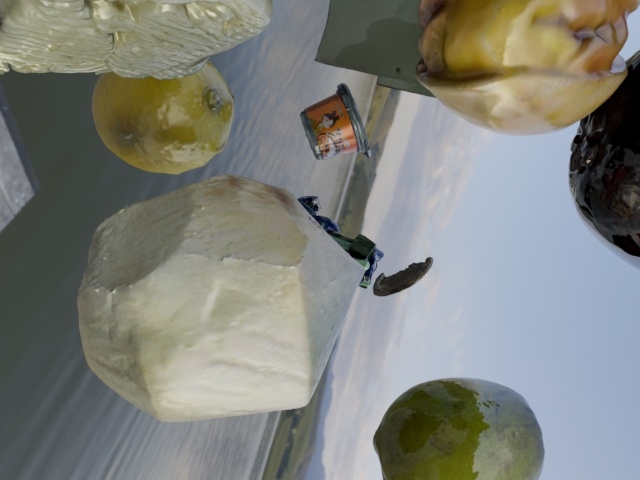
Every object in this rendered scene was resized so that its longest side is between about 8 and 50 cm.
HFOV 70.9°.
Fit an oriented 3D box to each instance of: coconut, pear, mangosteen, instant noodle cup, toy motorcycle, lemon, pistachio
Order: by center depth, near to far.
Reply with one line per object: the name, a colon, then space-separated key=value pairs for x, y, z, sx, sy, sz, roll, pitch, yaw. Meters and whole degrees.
pistachio: x=0.215 y=-0.228 z=0.495 sx=0.309 sy=0.230 sz=0.229 roll=-33 pitch=146 yaw=-51
mangosteen: x=0.448 y=-0.091 z=0.504 sx=0.297 sy=0.314 sz=0.296 roll=-171 pitch=-90 yaw=-71
coconut: x=-0.131 y=0.071 z=0.694 sx=0.344 sy=0.416 sz=0.415 roll=97 pitch=8 yaw=-48
pear: x=0.254 y=0.384 z=0.828 sx=0.253 sy=0.308 sz=0.252 roll=-10 pitch=90 yaw=-86
lemon: x=-0.312 y=-0.259 z=0.898 sx=0.284 sy=0.261 sz=0.260 roll=-17 pitch=-129 yaw=56
instant noodle cup: x=0.026 y=-0.269 z=1.071 sx=0.177 sy=0.126 sz=0.208 roll=70 pitch=0 yaw=-51
toy motorcycle: x=0.000 y=0.000 z=1.144 sx=0.196 sy=0.331 sz=0.125 roll=-54 pitch=157 yaw=-19

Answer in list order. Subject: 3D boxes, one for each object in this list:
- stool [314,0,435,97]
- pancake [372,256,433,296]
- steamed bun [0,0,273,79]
stool: x=0.177 y=-0.368 z=0.833 sx=0.244 sy=0.270 sz=0.170 roll=-8 pitch=118 yaw=-52
pancake: x=0.228 y=0.097 z=1.254 sx=0.191 sy=0.020 sz=0.184 roll=-32 pitch=-169 yaw=5
steamed bun: x=-0.268 y=-0.355 z=0.556 sx=0.346 sy=0.395 sz=0.237 roll=-112 pitch=-167 yaw=-88
